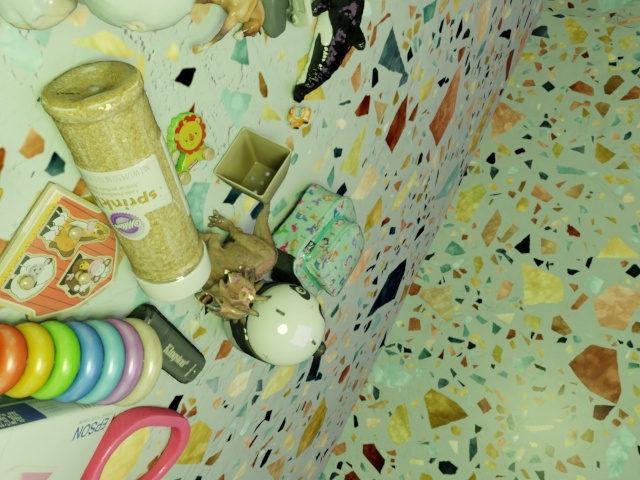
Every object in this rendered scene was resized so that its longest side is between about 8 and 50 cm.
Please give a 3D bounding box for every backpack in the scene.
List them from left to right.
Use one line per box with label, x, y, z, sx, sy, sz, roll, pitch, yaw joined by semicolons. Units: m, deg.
backpack;0.000;0.000;1.251;0.254;0.191;0.225;-62;155;-20

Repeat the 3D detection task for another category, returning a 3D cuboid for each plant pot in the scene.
plant pot;-0.121;-0.129;0.977;0.109;0.109;0.096;-59;167;-15

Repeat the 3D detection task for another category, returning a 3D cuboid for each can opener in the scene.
can opener;-0.065;-0.463;0.813;0.093;0.074;0.280;-50;151;-30

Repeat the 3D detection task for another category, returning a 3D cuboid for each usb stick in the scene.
usb stick;-0.296;0.208;0.989;0.077;0.045;0.278;-56;154;-23

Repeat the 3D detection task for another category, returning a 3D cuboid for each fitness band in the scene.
fitness band;-0.373;0.445;1.040;0.209;0.054;0.291;-61;157;-11

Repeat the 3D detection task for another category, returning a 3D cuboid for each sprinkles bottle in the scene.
sprinkles bottle;-0.255;-0.064;0.722;0.121;0.121;0.355;-49;148;-33

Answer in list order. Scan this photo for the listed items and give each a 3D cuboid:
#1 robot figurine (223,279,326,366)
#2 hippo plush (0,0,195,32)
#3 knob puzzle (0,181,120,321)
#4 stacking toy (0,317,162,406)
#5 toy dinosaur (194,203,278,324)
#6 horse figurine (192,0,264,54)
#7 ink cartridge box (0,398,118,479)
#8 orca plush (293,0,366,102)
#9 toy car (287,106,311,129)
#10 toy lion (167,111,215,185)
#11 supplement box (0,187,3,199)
robot figurine;-0.104;0.169;1.090;0.209;0.278;0.174;-3;89;-28
hippo plush;-0.206;-0.324;0.454;0.234;0.236;0.294;-56;154;-20
knob puzzle;-0.354;0.033;0.730;0.213;0.030;0.213;-46;149;-39
stacking toy;-0.381;0.167;0.695;0.330;0.141;0.141;23;91;-60
toy dinosaur;-0.147;0.048;0.958;0.295;0.200;0.127;-45;148;-40
horse figurine;-0.139;-0.397;0.737;0.174;0.066;0.263;-40;148;-34
ink cartridge box;-0.460;0.382;0.710;0.330;0.071;0.324;-65;169;-5
orca plush;0.037;-0.409;1.037;0.287;0.102;0.151;-61;155;-11
toy car;-0.062;-0.226;1.064;0.040;0.060;0.122;25;81;-34
toy lion;-0.221;-0.155;0.834;0.100;0.034;0.096;-54;146;-25
supplement box;-0.427;-0.008;0.422;0.191;0.129;0.194;-65;155;-3
